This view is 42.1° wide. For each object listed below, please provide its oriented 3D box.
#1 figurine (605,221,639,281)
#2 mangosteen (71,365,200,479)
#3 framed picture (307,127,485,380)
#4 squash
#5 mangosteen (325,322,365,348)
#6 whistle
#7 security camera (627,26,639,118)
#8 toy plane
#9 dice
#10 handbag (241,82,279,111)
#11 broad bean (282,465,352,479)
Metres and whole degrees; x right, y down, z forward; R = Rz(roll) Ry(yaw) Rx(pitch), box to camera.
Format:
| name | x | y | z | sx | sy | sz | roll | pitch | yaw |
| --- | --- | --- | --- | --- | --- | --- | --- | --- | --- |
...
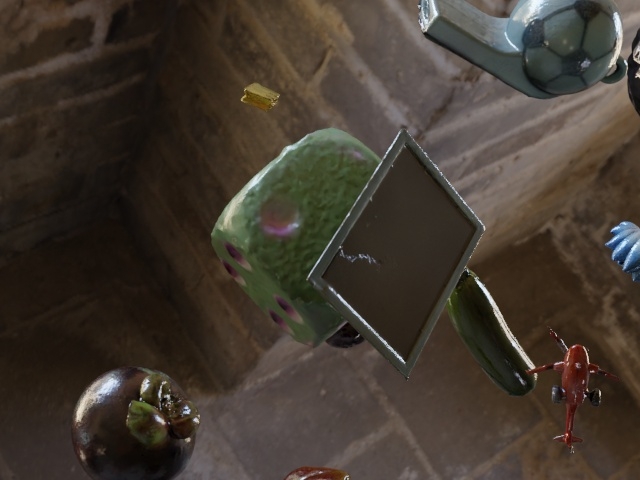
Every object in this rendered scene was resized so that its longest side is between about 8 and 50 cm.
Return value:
| name | x | y | z | sx | sy | sz | roll | pitch | yaw |
| --- | --- | --- | --- | --- | --- | --- | --- | --- | --- |
| figurine | 0.506 | 0.025 | 1.335 | 0.114 | 0.079 | 0.114 | 11 | 65 | -25 |
| mangosteen | -0.391 | 0.401 | 1.788 | 0.288 | 0.288 | 0.288 | 13 | 52 | -17 |
| framed picture | 0.119 | 0.017 | 1.213 | 0.231 | 0.018 | 0.293 | 47 | 60 | -26 |
| squash | 0.279 | 0.148 | 1.421 | 0.331 | 0.087 | 0.087 | 57 | 45 | -23 |
| mangosteen | 0.059 | 0.192 | 2.012 | 0.140 | 0.140 | 0.140 | 13 | 52 | -17 |
| whistle | 0.286 | -0.278 | 1.076 | 0.290 | 0.163 | 0.163 | 24 | 49 | -20 |
| security camera | 0.382 | -0.222 | 0.792 | 0.197 | 0.191 | 0.277 | -26 | 108 | -57 |
| toy plane | 0.360 | 0.230 | 1.218 | 0.126 | 0.194 | 0.077 | 19 | 31 | 2 |
| dice | 0.000 | 0.000 | 1.636 | 0.318 | 0.322 | 0.330 | -42 | 85 | -17 |
| handbag | -0.117 | -0.285 | 1.643 | 0.061 | 0.027 | 0.083 | 24 | 24 | 5 |
| broad bean | -0.001 | 0.539 | 1.713 | 0.156 | 0.229 | 0.122 | -41 | 111 | -31 |
